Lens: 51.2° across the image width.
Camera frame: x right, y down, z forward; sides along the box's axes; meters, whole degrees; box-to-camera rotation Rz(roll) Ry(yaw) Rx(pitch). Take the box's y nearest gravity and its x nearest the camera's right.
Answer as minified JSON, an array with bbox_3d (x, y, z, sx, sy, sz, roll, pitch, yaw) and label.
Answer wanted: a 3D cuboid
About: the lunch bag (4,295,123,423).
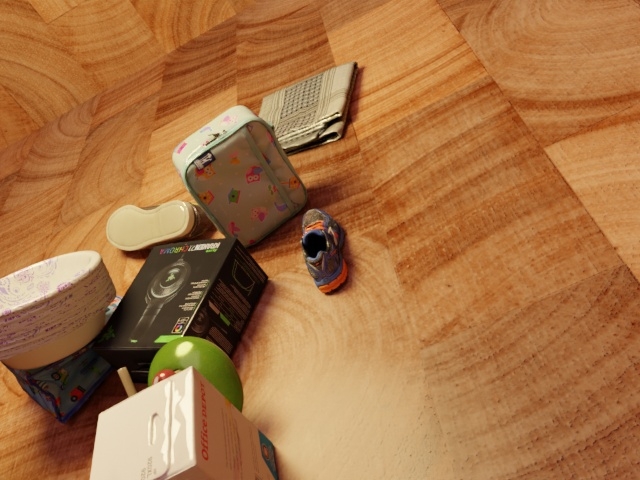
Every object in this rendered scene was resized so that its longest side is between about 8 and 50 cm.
[{"bbox_3d":[-0.515,0.221,1.456,0.221,0.138,0.293,11,43,47],"label":"lunch bag"}]

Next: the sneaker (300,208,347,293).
[{"bbox_3d":[0.000,0.000,1.306,0.083,0.087,0.221,-28,36,8],"label":"sneaker"}]

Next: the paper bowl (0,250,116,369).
[{"bbox_3d":[-0.539,0.142,1.304,0.284,0.148,0.284,-17,17,5],"label":"paper bowl"}]

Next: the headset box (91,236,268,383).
[{"bbox_3d":[-0.277,0.148,1.319,0.246,0.131,0.283,-5,46,35],"label":"headset box"}]

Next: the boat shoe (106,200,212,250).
[{"bbox_3d":[-0.406,-0.038,1.665,0.324,0.096,0.117,-9,83,36],"label":"boat shoe"}]

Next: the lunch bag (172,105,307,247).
[{"bbox_3d":[-0.164,-0.137,1.428,0.224,0.279,0.108,-34,40,-3],"label":"lunch bag"}]

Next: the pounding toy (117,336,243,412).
[{"bbox_3d":[-0.251,0.268,1.099,0.236,0.183,0.110,-26,-2,26],"label":"pounding toy"}]

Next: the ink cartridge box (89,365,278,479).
[{"bbox_3d":[-0.184,0.332,0.947,0.168,0.233,0.171,-28,36,9],"label":"ink cartridge box"}]

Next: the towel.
[{"bbox_3d":[-0.059,-0.339,1.768,0.312,0.056,0.324,-14,41,26],"label":"towel"}]
